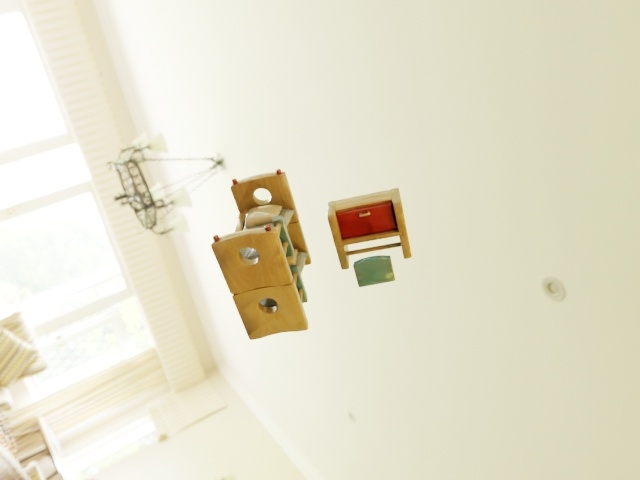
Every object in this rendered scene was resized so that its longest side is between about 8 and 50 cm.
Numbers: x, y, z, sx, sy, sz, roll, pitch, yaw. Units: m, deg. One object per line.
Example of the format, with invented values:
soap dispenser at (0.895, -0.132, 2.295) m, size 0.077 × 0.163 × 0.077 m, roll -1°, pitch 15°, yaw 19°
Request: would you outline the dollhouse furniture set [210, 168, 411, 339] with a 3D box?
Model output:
dollhouse furniture set at (0.000, 0.000, 0.599) m, size 0.129 × 0.183 × 0.129 m, roll -88°, pitch 165°, yaw -56°
